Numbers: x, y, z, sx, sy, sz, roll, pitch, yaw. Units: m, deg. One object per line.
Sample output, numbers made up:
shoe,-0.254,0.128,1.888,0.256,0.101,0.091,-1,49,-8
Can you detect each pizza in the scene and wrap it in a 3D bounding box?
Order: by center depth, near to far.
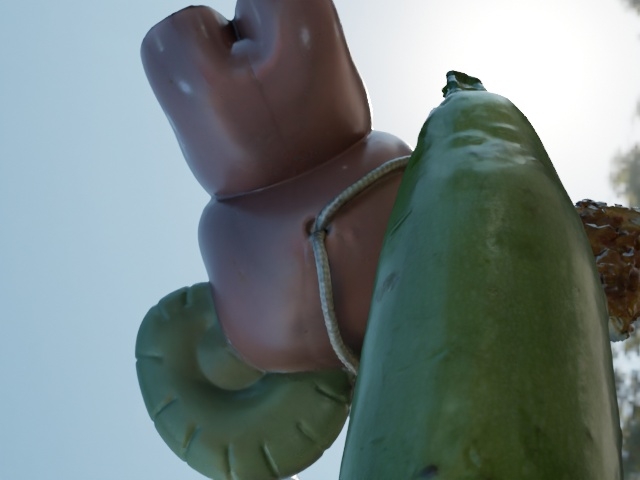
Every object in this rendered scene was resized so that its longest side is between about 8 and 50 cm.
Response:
pizza,0.199,0.030,1.192,0.085,0.305,0.161,87,170,-47

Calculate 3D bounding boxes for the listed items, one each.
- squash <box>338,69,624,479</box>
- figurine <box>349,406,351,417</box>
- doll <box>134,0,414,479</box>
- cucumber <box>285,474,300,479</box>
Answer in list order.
squash,0.076,0.052,0.574,0.118,0.118,0.370,63,-153,-42
figurine,0.181,0.222,1.659,0.284,0.316,0.206,-2,-102,-56
doll,0.000,0.000,0.815,0.216,0.284,0.268,64,-178,-58
cucumber,-0.050,0.307,1.558,0.112,0.064,0.064,-151,61,-81
